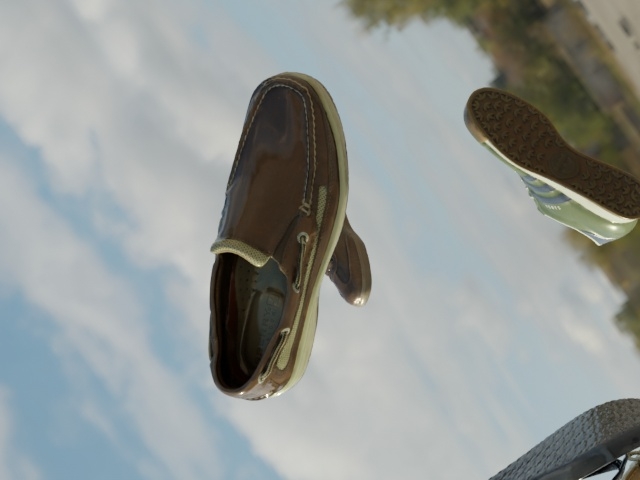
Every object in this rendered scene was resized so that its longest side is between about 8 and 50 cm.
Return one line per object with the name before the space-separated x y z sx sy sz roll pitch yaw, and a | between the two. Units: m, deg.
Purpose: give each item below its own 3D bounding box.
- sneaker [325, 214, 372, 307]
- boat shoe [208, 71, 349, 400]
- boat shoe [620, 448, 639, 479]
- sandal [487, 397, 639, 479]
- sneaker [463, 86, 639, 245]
sneaker | 0.000 0.000 1.860 0.066 0.071 0.188 108 150 -48
boat shoe | -0.038 0.000 1.270 0.095 0.095 0.257 -11 -74 -65
boat shoe | 0.419 0.245 1.896 0.104 0.089 0.285 18 -154 31
sandal | 0.205 0.221 1.492 0.054 0.254 0.097 51 -158 -8
sneaker | 0.208 -0.059 1.539 0.192 0.064 0.086 34 153 8
